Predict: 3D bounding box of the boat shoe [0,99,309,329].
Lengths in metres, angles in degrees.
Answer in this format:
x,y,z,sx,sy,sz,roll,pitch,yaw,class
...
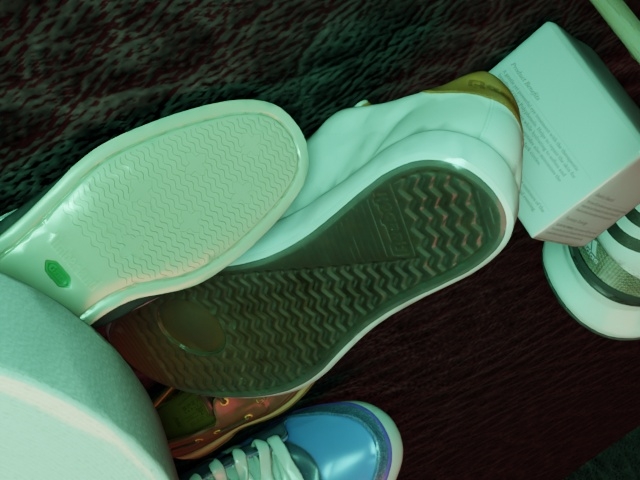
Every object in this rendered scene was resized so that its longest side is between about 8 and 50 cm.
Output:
x,y,z,sx,sy,sz,roll,pitch,yaw,class
-0.113,0.000,0.607,0.233,0.084,0.079,-34,-162,-13,boat shoe

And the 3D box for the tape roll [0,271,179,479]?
x,y,z,sx,sy,sz,roll,pitch,yaw,class
-0.248,0.164,0.542,0.392,0.072,0.392,-11,131,-13,tape roll

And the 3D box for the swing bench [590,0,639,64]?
x,y,z,sx,sy,sz,roll,pitch,yaw,class
0.268,-0.149,0.641,0.254,0.165,0.253,-41,157,22,swing bench

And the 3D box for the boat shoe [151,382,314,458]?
x,y,z,sx,sy,sz,roll,pitch,yaw,class
-0.066,0.106,0.892,0.178,0.064,0.060,-38,160,24,boat shoe

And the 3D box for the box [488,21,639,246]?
x,y,z,sx,sy,sz,roll,pitch,yaw,class
0.151,-0.062,0.762,0.087,0.101,0.102,-40,159,21,box

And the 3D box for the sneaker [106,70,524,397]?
x,y,z,sx,sy,sz,roll,pitch,yaw,class
0.000,0.000,0.701,0.290,0.106,0.123,-26,-154,36,sneaker

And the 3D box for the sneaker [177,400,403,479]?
x,y,z,sx,sy,sz,roll,pitch,yaw,class
-0.095,0.242,1.060,0.322,0.130,0.236,-30,164,12,sneaker

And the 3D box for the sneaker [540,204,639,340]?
x,y,z,sx,sy,sz,roll,pitch,yaw,class
0.420,-0.062,1.036,0.447,0.169,0.257,-17,157,-28,sneaker
